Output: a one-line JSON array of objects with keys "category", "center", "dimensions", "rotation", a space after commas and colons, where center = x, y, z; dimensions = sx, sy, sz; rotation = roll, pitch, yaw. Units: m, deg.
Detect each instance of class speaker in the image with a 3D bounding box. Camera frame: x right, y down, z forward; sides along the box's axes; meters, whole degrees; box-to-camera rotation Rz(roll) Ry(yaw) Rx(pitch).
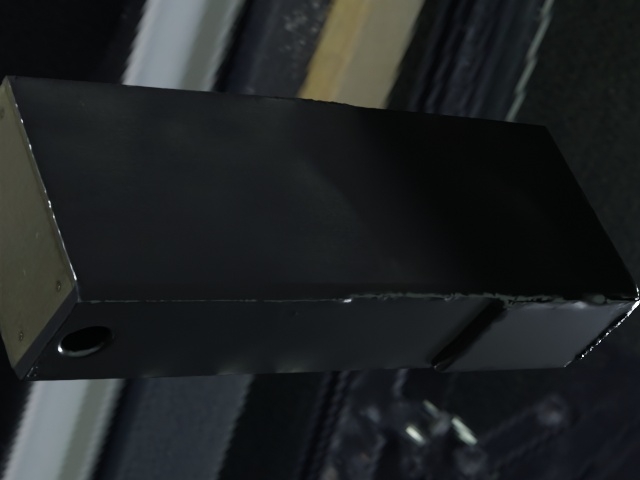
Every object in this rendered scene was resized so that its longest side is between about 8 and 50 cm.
[{"category": "speaker", "center": [0.000, 0.000, 0.496], "dimensions": [0.218, 0.082, 0.044], "rotation": [1, -37, -39]}]
